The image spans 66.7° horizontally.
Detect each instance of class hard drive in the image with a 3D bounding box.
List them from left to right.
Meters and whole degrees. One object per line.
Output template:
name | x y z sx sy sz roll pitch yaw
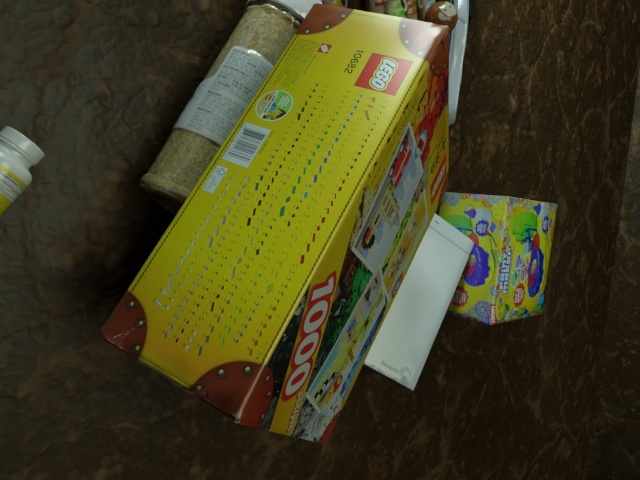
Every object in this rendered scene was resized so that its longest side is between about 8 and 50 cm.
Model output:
hard drive | 0.169 0.100 1.014 0.233 0.047 0.353 32 75 -21

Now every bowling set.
bowling set | 0.148 -0.426 0.847 0.287 0.200 0.154 -34 119 -39

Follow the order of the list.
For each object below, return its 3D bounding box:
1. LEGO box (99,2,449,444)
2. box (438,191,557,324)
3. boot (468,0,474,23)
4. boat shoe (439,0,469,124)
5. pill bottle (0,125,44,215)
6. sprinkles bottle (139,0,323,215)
LEGO box | 0.000 0.000 0.695 0.500 0.193 0.372 -62 156 -16
box | 0.429 0.037 1.212 0.279 0.177 0.290 0 98 -43
boot | 0.291 -0.563 1.040 0.198 0.077 0.137 4 101 -43
boat shoe | 0.248 -0.393 1.008 0.109 0.094 0.302 1 95 -81
pill bottle | -0.354 -0.063 0.517 0.065 0.065 0.116 49 64 -38
sprinkles bottle | -0.113 -0.195 0.683 0.121 0.121 0.355 38 71 -41
